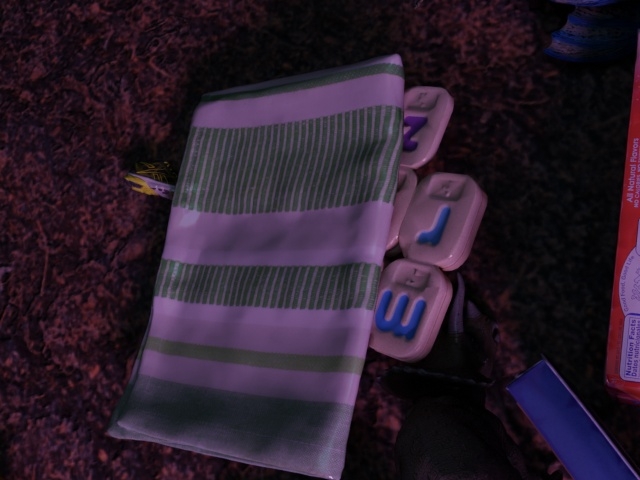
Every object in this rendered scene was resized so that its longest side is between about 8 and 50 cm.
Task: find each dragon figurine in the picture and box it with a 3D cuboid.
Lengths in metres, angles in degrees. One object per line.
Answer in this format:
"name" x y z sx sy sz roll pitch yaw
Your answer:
"dragon figurine" 0.217 -0.201 0.695 0.289 0.085 0.143 -8 64 10

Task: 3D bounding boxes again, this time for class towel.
"towel" -0.052 0.011 0.704 0.248 0.038 0.324 -2 67 40

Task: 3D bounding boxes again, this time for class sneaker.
"sneaker" -0.149 -0.060 0.832 0.083 0.031 0.035 16 71 17

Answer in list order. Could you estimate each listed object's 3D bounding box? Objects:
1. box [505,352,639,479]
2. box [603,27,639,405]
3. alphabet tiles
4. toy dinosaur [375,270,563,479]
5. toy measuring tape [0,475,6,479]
"box" 0.179 0.144 0.545 0.036 0.225 0.136 -38 66 7
"box" 0.276 -0.010 0.607 0.128 0.123 0.256 5 77 21
"alphabet tiles" 0.000 0.000 0.709 0.284 0.021 0.277 13 78 46
"toy dinosaur" 0.098 0.166 0.582 0.121 0.313 0.160 -37 104 19
"toy measuring tape" -0.310 0.366 0.731 0.122 0.121 0.329 -2 75 20
